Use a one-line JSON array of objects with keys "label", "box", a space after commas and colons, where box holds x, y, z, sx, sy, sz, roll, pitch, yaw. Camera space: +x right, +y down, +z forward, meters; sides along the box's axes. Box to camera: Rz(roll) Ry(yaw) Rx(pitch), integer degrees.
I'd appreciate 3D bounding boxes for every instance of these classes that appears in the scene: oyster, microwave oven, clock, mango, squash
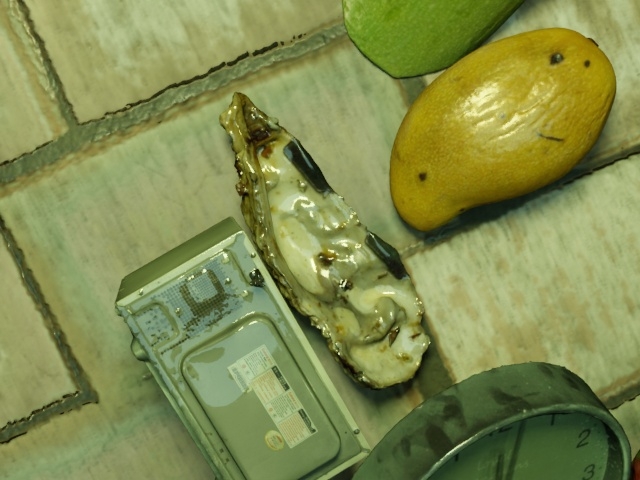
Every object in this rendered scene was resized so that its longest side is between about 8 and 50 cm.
[{"label": "oyster", "box": [-0.002, 0.002, 0.976, 0.129, 0.078, 0.345, -36, 97, -23]}, {"label": "microwave oven", "box": [-0.079, 0.119, 0.915, 0.145, 0.194, 0.240, -29, 100, -2]}, {"label": "clock", "box": [0.165, 0.266, 0.941, 0.319, 0.066, 0.319, -14, 124, -21]}, {"label": "mango", "box": [0.180, -0.112, 0.962, 0.262, 0.109, 0.157, -38, 102, 0]}, {"label": "squash", "box": [0.147, -0.312, 0.983, 0.189, 0.189, 0.260, 38, 126, -9]}]

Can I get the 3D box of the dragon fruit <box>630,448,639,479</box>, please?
[{"label": "dragon fruit", "box": [0.399, 0.280, 0.998, 0.182, 0.182, 0.188, 36, 104, -9]}]
